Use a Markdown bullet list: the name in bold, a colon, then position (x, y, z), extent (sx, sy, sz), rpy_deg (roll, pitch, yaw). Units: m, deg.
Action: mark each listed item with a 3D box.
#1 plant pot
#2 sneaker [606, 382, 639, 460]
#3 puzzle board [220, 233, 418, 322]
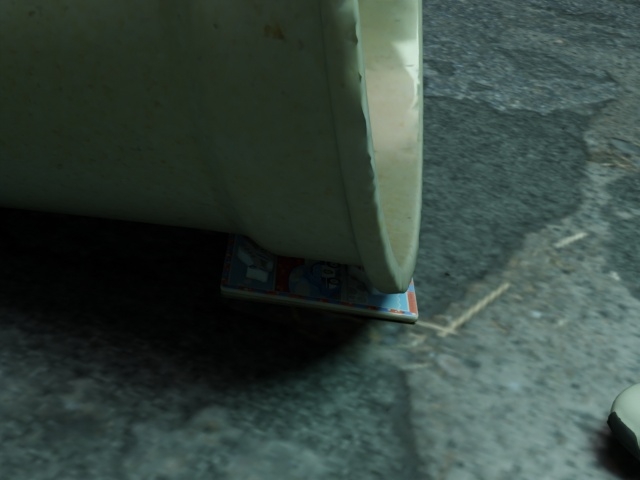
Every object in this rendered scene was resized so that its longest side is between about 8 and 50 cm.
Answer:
- **plant pot**: position (-0.115, -0.137, 0.495), extent (0.305, 0.334, 0.334), rpy_deg (-2, 26, 9)
- **sneaker**: position (0.196, 0.054, 0.456), extent (0.161, 0.075, 0.057), rpy_deg (-2, 29, -22)
- **puzzle board**: position (0.000, 0.000, 0.566), extent (0.096, 0.011, 0.128), rpy_deg (8, 28, -4)
